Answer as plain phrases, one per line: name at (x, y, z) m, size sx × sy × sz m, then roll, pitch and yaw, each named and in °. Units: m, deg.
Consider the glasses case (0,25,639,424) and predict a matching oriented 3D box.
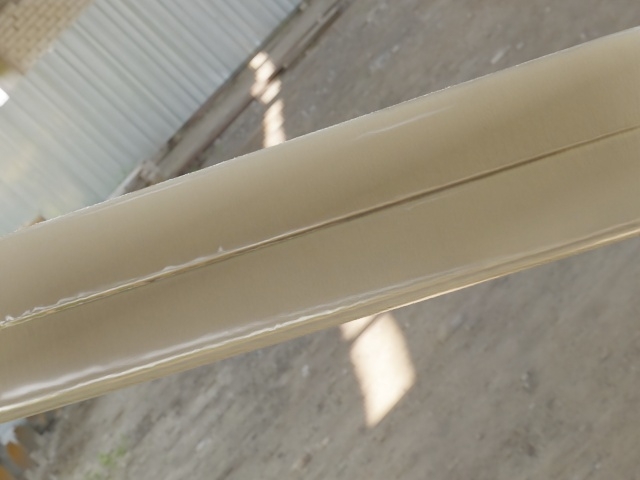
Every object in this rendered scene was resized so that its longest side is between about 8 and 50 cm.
glasses case at (0.000, 0.000, 0.497) m, size 0.336 × 0.076 × 0.144 m, roll -17°, pitch -4°, yaw 10°
